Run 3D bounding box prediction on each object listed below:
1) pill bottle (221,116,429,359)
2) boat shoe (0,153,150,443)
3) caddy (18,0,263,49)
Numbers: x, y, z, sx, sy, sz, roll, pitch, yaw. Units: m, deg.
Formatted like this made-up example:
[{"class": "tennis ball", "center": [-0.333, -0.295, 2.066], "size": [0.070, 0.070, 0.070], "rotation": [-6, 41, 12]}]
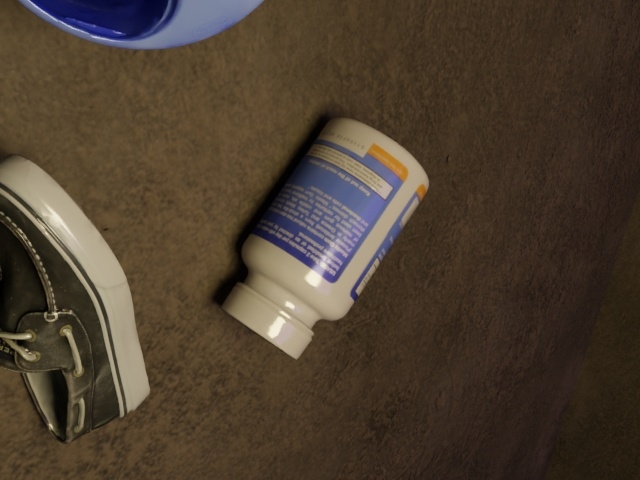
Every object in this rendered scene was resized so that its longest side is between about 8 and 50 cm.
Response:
[{"class": "pill bottle", "center": [0.000, 0.000, 0.958], "size": [0.272, 0.152, 0.152], "rotation": [-55, 143, -8]}, {"class": "boat shoe", "center": [-0.247, 0.080, 0.735], "size": [0.119, 0.121, 0.335], "rotation": [-42, 141, -32]}, {"class": "caddy", "center": [-0.139, -0.297, 0.509], "size": [0.241, 0.179, 0.341], "rotation": [-25, 128, -4]}]
